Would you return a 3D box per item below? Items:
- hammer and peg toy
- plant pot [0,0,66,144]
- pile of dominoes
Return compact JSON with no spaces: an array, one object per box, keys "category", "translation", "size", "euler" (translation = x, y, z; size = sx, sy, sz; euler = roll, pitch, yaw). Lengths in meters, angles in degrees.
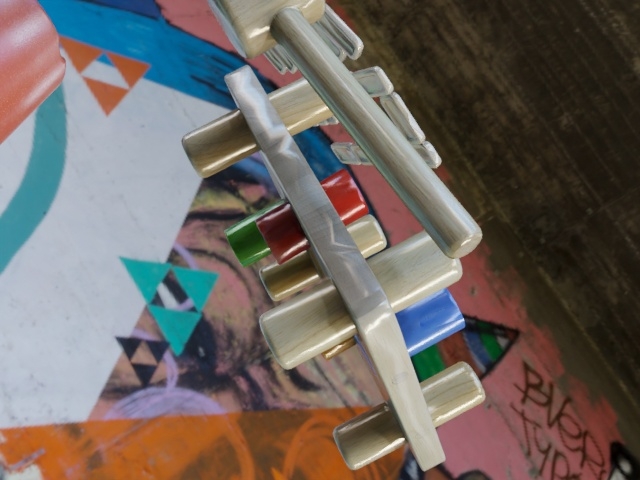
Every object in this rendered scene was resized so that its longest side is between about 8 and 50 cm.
[{"category":"hammer and peg toy","translation":[0.000,0.000,0.503],"size":[0.266,0.127,0.361],"euler":[61,-3,38]},{"category":"plant pot","translation":[-0.490,-0.206,0.907],"size":[0.272,0.265,0.272],"euler":[20,-40,17]},{"category":"pile of dominoes","translation":[0.028,-0.171,0.784],"size":[0.196,0.040,0.251],"euler":[54,-14,-20]}]
